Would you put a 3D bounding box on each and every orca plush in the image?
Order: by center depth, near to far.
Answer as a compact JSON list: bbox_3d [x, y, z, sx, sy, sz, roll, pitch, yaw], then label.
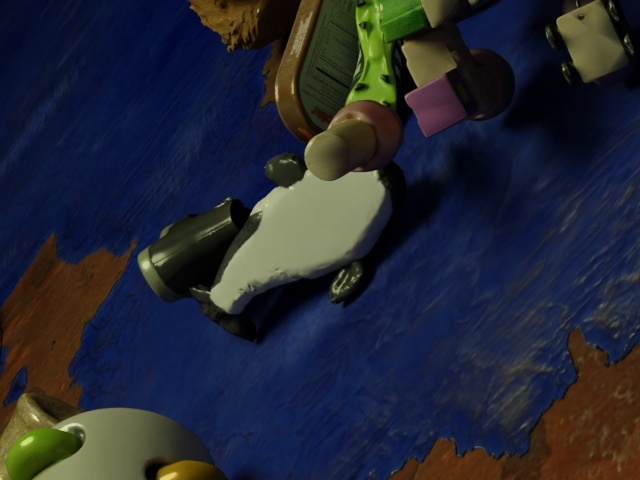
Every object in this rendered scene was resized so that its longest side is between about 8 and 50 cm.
[{"bbox_3d":[0.000,0.000,1.830,0.151,0.102,0.287,47,127,17],"label":"orca plush"}]

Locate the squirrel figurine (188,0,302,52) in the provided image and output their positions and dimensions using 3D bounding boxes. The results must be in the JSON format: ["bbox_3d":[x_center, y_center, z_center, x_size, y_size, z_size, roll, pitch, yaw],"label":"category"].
[{"bbox_3d":[-0.140,-0.427,2.132,0.281,0.397,0.370,-32,51,-17],"label":"squirrel figurine"}]

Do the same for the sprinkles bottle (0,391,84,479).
[{"bbox_3d":[-0.369,0.347,2.083,0.355,0.121,0.121,-59,26,5],"label":"sprinkles bottle"}]

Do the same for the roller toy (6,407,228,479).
[{"bbox_3d":[-0.189,0.268,1.755,0.146,0.209,0.191,-95,6,-49],"label":"roller toy"}]

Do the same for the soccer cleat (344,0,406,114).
[{"bbox_3d":[0.062,-0.166,1.877,0.060,0.072,0.179,1,82,24],"label":"soccer cleat"}]

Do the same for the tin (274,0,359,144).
[{"bbox_3d":[0.015,-0.186,1.917,0.040,0.106,0.189,-18,50,55],"label":"tin"}]

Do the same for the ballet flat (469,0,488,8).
[{"bbox_3d":[0.082,-0.298,1.904,0.107,0.106,0.316,-63,26,-1],"label":"ballet flat"}]

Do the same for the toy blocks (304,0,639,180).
[{"bbox_3d":[0.107,-0.234,1.635,0.309,0.288,0.260,-22,4,21],"label":"toy blocks"}]

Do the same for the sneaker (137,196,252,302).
[{"bbox_3d":[-0.108,0.002,1.972,0.118,0.083,0.222,-30,5,12],"label":"sneaker"}]
